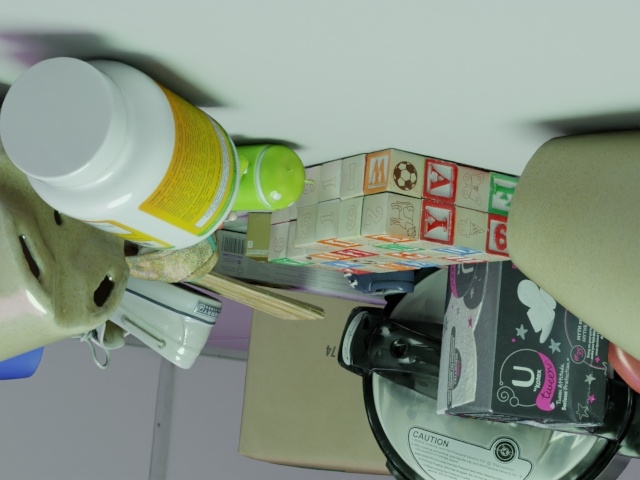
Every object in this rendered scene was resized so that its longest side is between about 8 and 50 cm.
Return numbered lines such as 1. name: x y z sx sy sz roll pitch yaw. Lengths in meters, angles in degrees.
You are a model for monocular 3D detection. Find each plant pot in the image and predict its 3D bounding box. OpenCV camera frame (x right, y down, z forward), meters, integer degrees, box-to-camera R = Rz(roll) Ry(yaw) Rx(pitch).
1. plant pot: -0.364 0.003 1.613 0.305 0.334 0.334 -12 165 24
2. plant pot: 0.311 0.003 1.456 0.274 0.256 0.256 20 180 30

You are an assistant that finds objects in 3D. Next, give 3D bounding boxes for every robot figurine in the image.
1. robot figurine: -0.066 -0.064 1.684 0.115 0.067 0.101 -1 168 32

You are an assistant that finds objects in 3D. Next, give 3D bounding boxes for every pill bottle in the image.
1. pill bottle: -0.172 -0.077 1.428 0.136 0.136 0.245 2 171 18

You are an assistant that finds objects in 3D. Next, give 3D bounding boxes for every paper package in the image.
1. paper package: 0.058 0.212 2.634 0.325 0.309 0.168 3 171 22

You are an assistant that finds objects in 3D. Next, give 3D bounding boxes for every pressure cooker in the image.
1. pressure cooker: 0.244 0.191 2.241 0.370 0.375 0.420 -28 165 8

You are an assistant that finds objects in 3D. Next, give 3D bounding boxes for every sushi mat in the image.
1. sushi mat: -0.155 0.052 2.237 0.316 0.019 0.151 21 167 -26

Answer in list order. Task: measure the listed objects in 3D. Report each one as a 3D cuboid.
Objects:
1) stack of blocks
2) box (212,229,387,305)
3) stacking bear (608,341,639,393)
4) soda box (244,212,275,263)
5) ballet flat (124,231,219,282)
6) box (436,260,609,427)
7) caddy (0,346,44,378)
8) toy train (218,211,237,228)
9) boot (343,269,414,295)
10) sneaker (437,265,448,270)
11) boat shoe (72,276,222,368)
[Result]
1. stack of blocks: 0.057 -0.024 1.809 0.171 0.087 0.297 10 170 -31
2. box: -0.027 0.041 2.364 0.324 0.067 0.063 9 172 -33
3. stacking bear: 0.443 0.040 1.818 0.164 0.175 0.289 44 144 -18
4. soda box: 0.000 0.000 2.102 0.181 0.058 0.061 1 171 20
5. ballet flat: -0.298 -0.015 2.052 0.348 0.123 0.123 4 171 11
6. box: 0.225 0.078 1.857 0.142 0.247 0.163 9 170 -17
7. caddy: -0.513 0.088 2.378 0.179 0.241 0.341 4 172 -24
8. toy train: -0.178 -0.014 2.149 0.125 0.046 0.166 7 171 -10
9. boot: 0.040 0.027 2.164 0.190 0.086 0.069 -2 169 37
10. sneaker: 0.212 -0.004 2.003 0.188 0.066 0.071 1 156 -10
11. boat shoe: -0.303 0.102 2.371 0.367 0.156 0.136 20 180 33
